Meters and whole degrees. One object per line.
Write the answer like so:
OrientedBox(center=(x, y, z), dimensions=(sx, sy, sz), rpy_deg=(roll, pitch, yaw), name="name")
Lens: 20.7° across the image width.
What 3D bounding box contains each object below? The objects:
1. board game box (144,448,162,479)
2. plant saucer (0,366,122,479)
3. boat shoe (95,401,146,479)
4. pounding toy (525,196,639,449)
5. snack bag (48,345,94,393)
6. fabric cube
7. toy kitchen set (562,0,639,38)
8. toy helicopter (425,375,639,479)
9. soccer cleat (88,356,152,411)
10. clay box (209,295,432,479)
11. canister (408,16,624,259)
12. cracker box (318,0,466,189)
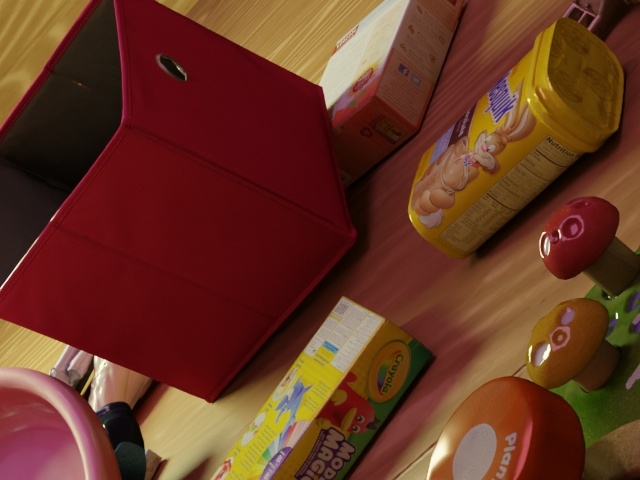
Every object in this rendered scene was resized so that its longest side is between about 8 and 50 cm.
OrientedBox(center=(-0.202, 0.257, 1.743), dimensions=(0.090, 0.020, 0.090), rpy_deg=(-32, 25, 52), name="board game box")
OrientedBox(center=(-0.289, 0.284, 1.595), dimensions=(0.332, 0.084, 0.332), rpy_deg=(-18, 61, 35), name="plant saucer")
OrientedBox(center=(-0.256, 0.244, 1.720), dimensions=(0.258, 0.109, 0.089), rpy_deg=(-30, 46, 26), name="boat shoe")
OrientedBox(center=(0.144, 0.065, 0.964), dimensions=(0.237, 0.110, 0.183), rpy_deg=(-49, 15, 12), name="pounding toy")
OrientedBox(center=(-0.306, 0.185, 2.064), dimensions=(0.342, 0.037, 0.323), rpy_deg=(-61, 2, -23), name="snack bag")
OrientedBox(center=(-0.153, -0.047, 1.694), dimensions=(0.259, 0.258, 0.254), rpy_deg=(-49, 30, 27), name="fabric cube")
OrientedBox(center=(0.220, -0.188, 1.413), dimensions=(0.068, 0.083, 0.075), rpy_deg=(35, 87, 34), name="toy kitchen set")
OrientedBox(center=(0.102, 0.242, 0.728), dimensions=(0.355, 0.140, 0.235), rpy_deg=(-64, 24, -2), name="toy helicopter")
OrientedBox(center=(-0.230, 0.165, 1.928), dimensions=(0.196, 0.076, 0.068), rpy_deg=(-56, 15, -13), name="soccer cleat")
OrientedBox(center=(-0.013, 0.153, 1.349), dimensions=(0.222, 0.053, 0.127), rpy_deg=(-55, 15, -3), name="clay box")
OrientedBox(center=(0.148, -0.076, 1.351), dimensions=(0.170, 0.073, 0.126), rpy_deg=(-44, 16, 34), name="canister")
OrientedBox(center=(0.058, -0.164, 1.836), dimensions=(0.156, 0.067, 0.232), rpy_deg=(-38, 22, 42), name="cracker box")
